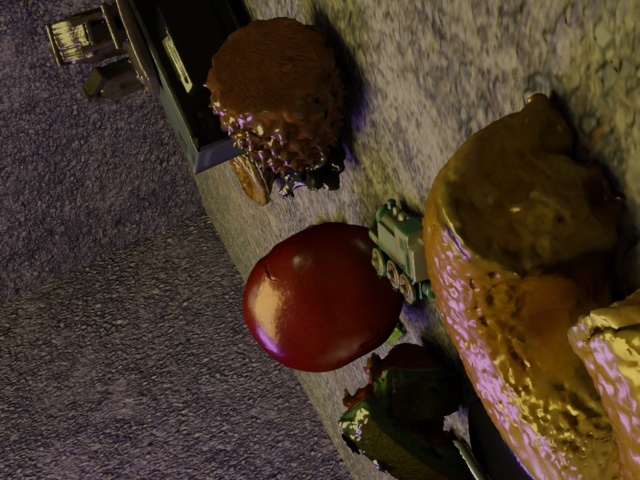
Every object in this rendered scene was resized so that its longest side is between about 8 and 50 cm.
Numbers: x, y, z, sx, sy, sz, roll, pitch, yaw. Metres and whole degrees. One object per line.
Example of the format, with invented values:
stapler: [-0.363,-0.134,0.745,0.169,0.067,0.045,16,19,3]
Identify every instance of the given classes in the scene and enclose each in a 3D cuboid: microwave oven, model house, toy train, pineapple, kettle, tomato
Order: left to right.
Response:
model house: [-0.441,-0.382,1.638,0.122,0.188,0.229,-104,-3,-63]
microwave oven: [-0.242,-0.359,1.735,0.355,0.218,0.286,65,167,2]
pineapple: [-0.046,-0.180,1.325,0.223,0.223,0.357,59,175,29]
tomato: [0.018,0.104,1.407,0.226,0.298,0.298,61,168,16]
toy train: [0.130,0.012,1.204,0.194,0.081,0.125,-131,30,-61]
kettle: [0.250,0.439,1.534,0.098,0.127,0.148,26,-155,-54]

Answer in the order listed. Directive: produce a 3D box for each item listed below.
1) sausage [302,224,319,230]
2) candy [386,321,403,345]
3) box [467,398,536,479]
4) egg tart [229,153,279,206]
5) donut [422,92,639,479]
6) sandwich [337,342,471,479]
sausage: [0.000,0.001,1.757,0.078,0.078,0.304,66,170,-4]
candy: [0.109,0.120,1.610,0.178,0.032,0.102,63,168,12]
box: [0.294,0.352,1.244,0.201,0.042,0.212,53,164,46]
egg tart: [-0.173,-0.201,2.028,0.241,0.106,0.241,58,168,19]
donut: [0.240,0.103,0.677,0.435,0.163,0.377,43,156,60]
sandwich: [0.166,0.268,1.368,0.250,0.162,0.301,41,-159,-15]
